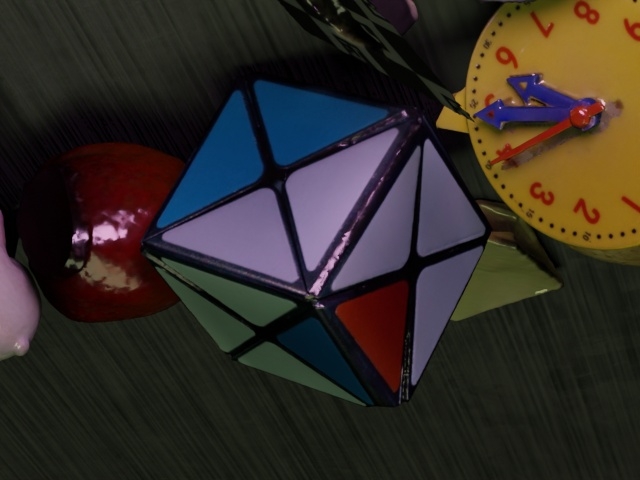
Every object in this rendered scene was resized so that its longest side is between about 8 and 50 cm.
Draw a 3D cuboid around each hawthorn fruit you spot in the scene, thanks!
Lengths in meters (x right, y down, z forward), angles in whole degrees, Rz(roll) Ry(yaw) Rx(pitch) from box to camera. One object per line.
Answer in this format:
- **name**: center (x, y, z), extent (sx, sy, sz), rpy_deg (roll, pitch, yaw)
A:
- **hawthorn fruit**: center (-0.212, -0.012, 2.099), extent (0.249, 0.215, 0.215), rpy_deg (-4, 147, -14)

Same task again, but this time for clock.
- **clock**: center (0.259, -0.127, 1.813), extent (0.293, 0.071, 0.277), rpy_deg (31, 119, 21)

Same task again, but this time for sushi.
- **sushi**: center (0.000, -0.293, 1.731), extent (0.296, 0.100, 0.373), rpy_deg (34, 173, 47)

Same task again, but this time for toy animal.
- **toy animal**: center (-0.409, 0.004, 2.066), extent (0.140, 0.138, 0.282), rpy_deg (-33, 118, -11)

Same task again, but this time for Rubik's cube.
- **Rubik's cube**: center (0.000, 0.000, 1.991), extent (0.246, 0.248, 0.250), rpy_deg (15, 155, 34)

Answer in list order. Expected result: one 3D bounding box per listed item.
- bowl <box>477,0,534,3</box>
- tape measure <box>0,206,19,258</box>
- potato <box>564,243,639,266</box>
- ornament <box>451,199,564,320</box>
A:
- **bowl**: center (0.170, -0.322, 1.703), extent (0.211, 0.112, 0.211), rpy_deg (3, 144, 2)
- **tape measure**: center (-0.468, 0.003, 2.219), extent (0.199, 0.112, 0.186), rpy_deg (27, 132, -21)
- **potato**: center (0.326, -0.078, 1.959), extent (0.242, 0.242, 0.285), rpy_deg (-8, 160, 15)
- **ornament**: center (0.208, 0.036, 2.259), extent (0.180, 0.059, 0.201), rpy_deg (12, 147, -14)
